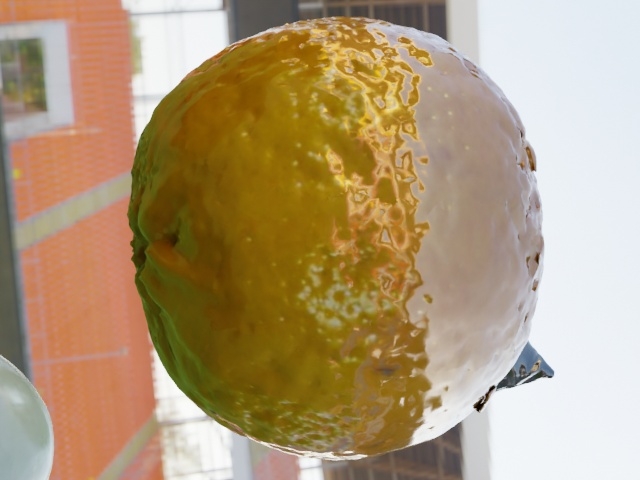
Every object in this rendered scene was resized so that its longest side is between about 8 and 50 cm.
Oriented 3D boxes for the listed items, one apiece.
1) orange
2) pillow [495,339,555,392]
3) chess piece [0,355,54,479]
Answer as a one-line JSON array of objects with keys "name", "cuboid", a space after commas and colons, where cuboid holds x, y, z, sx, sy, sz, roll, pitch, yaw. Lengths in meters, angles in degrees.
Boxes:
[{"name": "orange", "cuboid": [0.000, 0.000, 0.936, 0.340, 0.293, 0.341, 177, -90, -70]}, {"name": "pillow", "cuboid": [0.134, 0.131, 1.502, 0.106, 0.249, 0.186, 83, -14, -64]}, {"name": "chess piece", "cuboid": [-0.289, 0.049, 0.767, 0.330, 0.182, 0.182, 48, -30, 22]}]
